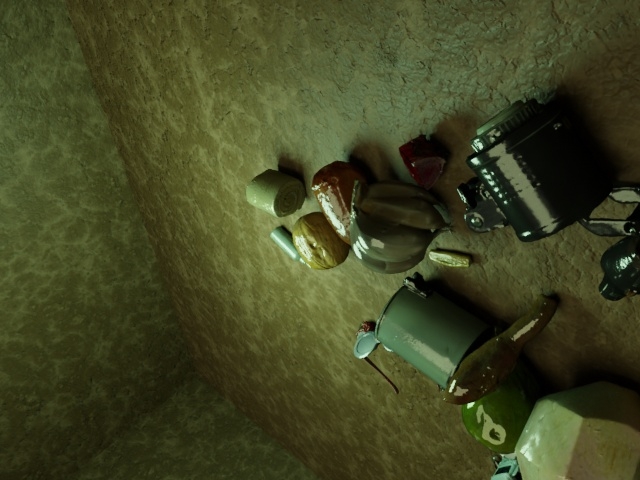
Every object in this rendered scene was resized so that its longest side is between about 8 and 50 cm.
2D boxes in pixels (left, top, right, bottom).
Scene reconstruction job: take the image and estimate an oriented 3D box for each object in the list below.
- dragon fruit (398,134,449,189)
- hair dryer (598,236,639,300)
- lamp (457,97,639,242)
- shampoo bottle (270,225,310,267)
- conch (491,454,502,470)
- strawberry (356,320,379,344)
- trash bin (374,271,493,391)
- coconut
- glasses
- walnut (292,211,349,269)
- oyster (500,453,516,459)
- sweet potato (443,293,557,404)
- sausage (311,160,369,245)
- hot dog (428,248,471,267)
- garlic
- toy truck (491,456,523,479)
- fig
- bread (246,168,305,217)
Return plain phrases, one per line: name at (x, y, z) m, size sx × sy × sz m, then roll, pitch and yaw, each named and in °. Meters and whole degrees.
dragon fruit at (0.255, -0.202, 1.502) m, size 0.102 × 0.096 × 0.147 m, roll 50°, pitch -179°, yaw 24°
hair dryer at (0.715, 0.098, 1.166) m, size 0.360 × 0.120 × 0.303 m, roll 17°, pitch 163°, yaw 20°
lamp at (0.430, -0.144, 1.206) m, size 0.374 × 0.205 × 0.272 m, roll -5°, pitch 115°, yaw 44°
shampoo bottle at (-0.099, 0.031, 2.226) m, size 0.195 × 0.056 × 0.056 m, roll 45°, pitch 148°, yaw 14°
conch at (0.639, 0.828, 2.033) m, size 0.086 × 0.080 × 0.232 m, roll -25°, pitch 100°, yaw 50°
strawberry at (0.171, 0.332, 2.155) m, size 0.096 × 0.083 × 0.083 m, roll 44°, pitch 149°, yaw -2°
trash bin at (0.321, 0.268, 1.751) m, size 0.263 × 0.217 × 0.277 m, roll 33°, pitch 129°, yaw 29°
coconut at (0.655, 0.502, 1.470) m, size 0.353 × 0.353 × 0.352 m, roll 34°, pitch 144°, yaw 29°
glasses at (0.265, 0.400, 2.074) m, size 0.234 × 0.118 × 0.268 m, roll -19°, pitch 127°, yaw 34°
walnut at (0.000, 0.000, 1.968) m, size 0.197 × 0.165 × 0.165 m, roll 56°, pitch 149°, yaw -5°
oyster at (0.533, 0.554, 1.866) m, size 0.275 × 0.100 × 0.271 m, roll 29°, pitch 138°, yaw 53°
sweet potato at (0.459, 0.288, 1.559) m, size 0.109 × 0.109 × 0.385 m, roll 45°, pitch 105°, yaw 13°
sausage at (0.084, -0.100, 1.755) m, size 0.268 × 0.153 × 0.141 m, roll 59°, pitch 159°, yaw -11°
hot dog at (0.353, 0.051, 1.673) m, size 0.137 × 0.028 × 0.044 m, roll 8°, pitch 102°, yaw 46°
garlic at (0.193, -0.035, 1.617) m, size 0.292 × 0.237 × 0.210 m, roll 28°, pitch 164°, yaw 6°
toy truck at (0.669, 0.809, 1.892) m, size 0.305 × 0.162 × 0.136 m, roll 47°, pitch 149°, yaw 10°
fig at (0.516, 0.414, 1.675) m, size 0.233 × 0.233 × 0.314 m, roll 28°, pitch 98°, yaw 35°
bread at (-0.146, -0.156, 2.009) m, size 0.141 × 0.148 × 0.133 m, roll 25°, pitch 120°, yaw 36°
